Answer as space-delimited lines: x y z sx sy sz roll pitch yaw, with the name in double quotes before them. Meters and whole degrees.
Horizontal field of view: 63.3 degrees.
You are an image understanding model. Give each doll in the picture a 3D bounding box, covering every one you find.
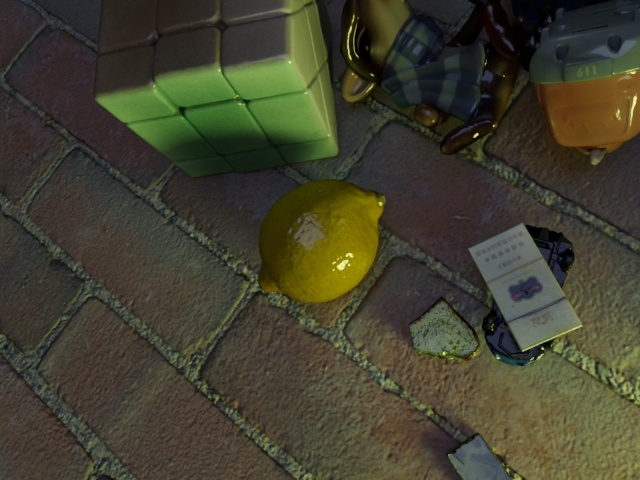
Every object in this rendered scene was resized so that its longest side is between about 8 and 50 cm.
"doll" 0.186 -0.327 0.876 0.339 0.209 0.318 29 79 23

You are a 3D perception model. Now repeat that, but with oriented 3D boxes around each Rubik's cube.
"Rubik's cube" -0.156 -0.326 0.903 0.315 0.322 0.319 -6 73 14

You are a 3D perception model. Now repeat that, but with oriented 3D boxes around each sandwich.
"sandwich" 0.194 0.153 0.819 0.093 0.036 0.105 -44 70 -2

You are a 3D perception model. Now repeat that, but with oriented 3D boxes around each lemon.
"lemon" 0.000 0.000 0.838 0.244 0.187 0.187 -41 68 -3

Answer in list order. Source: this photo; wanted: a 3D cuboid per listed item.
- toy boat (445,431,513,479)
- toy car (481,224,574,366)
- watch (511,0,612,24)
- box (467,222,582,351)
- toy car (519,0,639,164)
"toy boat" 0.242 0.346 0.758 0.063 0.016 0.115 -34 69 2
"toy car" 0.315 0.084 0.795 0.103 0.063 0.216 16 84 20
"watch" 0.418 -0.456 0.869 0.200 0.196 0.171 -6 62 5
"box" 0.294 0.067 0.758 0.090 0.024 0.167 -27 70 10
"toy car" 0.419 -0.247 0.780 0.180 0.212 0.270 1 33 34
